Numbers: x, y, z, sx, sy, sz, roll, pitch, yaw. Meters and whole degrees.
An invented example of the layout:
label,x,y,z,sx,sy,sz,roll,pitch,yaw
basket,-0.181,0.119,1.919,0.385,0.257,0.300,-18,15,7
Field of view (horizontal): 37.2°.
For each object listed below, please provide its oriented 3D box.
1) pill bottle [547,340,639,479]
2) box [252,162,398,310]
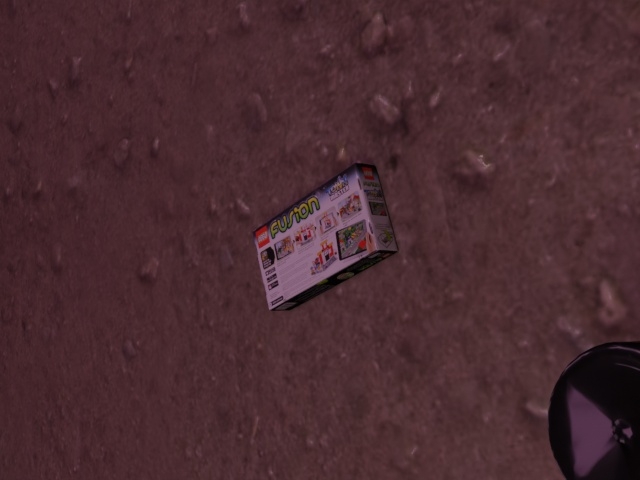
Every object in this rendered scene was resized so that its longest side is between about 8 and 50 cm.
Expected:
label,x,y,z,sx,sy,sz,roll,pitch,yaw
pill bottle,0.280,0.135,0.712,0.123,0.219,0.122,-4,84,47
box,0.000,0.000,1.170,0.207,0.036,0.114,-31,65,42
